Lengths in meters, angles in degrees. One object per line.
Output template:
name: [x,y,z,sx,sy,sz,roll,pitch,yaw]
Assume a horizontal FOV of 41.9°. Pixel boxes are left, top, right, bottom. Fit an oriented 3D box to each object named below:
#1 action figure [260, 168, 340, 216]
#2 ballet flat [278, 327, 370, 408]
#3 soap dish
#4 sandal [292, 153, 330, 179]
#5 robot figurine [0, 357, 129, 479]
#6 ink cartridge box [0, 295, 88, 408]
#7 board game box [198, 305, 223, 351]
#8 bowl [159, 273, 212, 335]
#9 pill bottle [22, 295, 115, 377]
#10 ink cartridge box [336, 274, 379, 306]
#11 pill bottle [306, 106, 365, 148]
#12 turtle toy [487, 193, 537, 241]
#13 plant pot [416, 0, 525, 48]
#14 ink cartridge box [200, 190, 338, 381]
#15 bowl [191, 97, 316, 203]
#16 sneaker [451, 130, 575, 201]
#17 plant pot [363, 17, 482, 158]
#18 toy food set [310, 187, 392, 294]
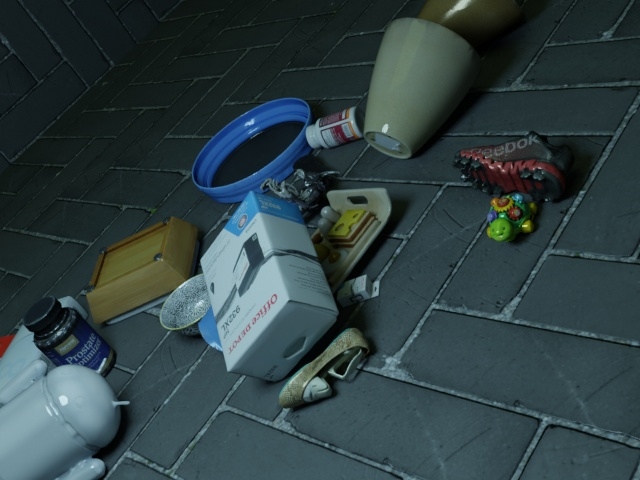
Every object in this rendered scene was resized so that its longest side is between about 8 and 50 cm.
action figure: [-0.082,-0.094,2.009,0.276,0.141,0.164,-48,7,-13]
ballet flat: [0.012,0.248,1.560,0.206,0.073,0.067,-45,48,-9]
soap dish: [-0.461,0.072,2.161,0.291,0.118,0.229,-24,34,18]
sandal: [-0.020,-0.177,2.160,0.067,0.040,0.179,-35,32,-7]
robot figurine: [-0.570,0.398,1.758,0.353,0.200,0.300,-36,72,-2]
ink cartridge box: [-0.830,0.317,2.202,0.385,0.091,0.308,-15,37,27]
board game box: [-0.181,0.177,1.818,0.133,0.033,0.169,22,57,16]
bowl: [-0.275,0.162,1.912,0.170,0.080,0.170,-24,34,17]
pill bottle: [-0.595,0.236,1.972,0.122,0.219,0.123,-23,34,17]
ink cartridge box: [0.078,0.101,1.722,0.083,0.028,0.048,-20,34,21]
pill bottle: [0.042,-0.294,2.214,0.152,0.086,0.086,-14,38,28]
turtle toy: [0.362,-0.043,1.620,0.095,0.066,0.130,-11,39,33]
plant pot: [0.366,-0.596,2.215,0.254,0.237,0.237,-40,30,17]
ink cartridge box: [-0.112,0.090,1.676,0.223,0.129,0.307,-50,41,28]
bowl: [-0.183,-0.253,2.373,0.391,0.077,0.391,-23,34,17]
sneaker: [0.399,-0.160,1.712,0.276,0.098,0.135,15,57,48]
plant pot: [0.215,-0.345,2.011,0.256,0.256,0.274,12,70,49]
toy food set: [0.000,0.000,1.837,0.219,0.092,0.306,0,46,54]
